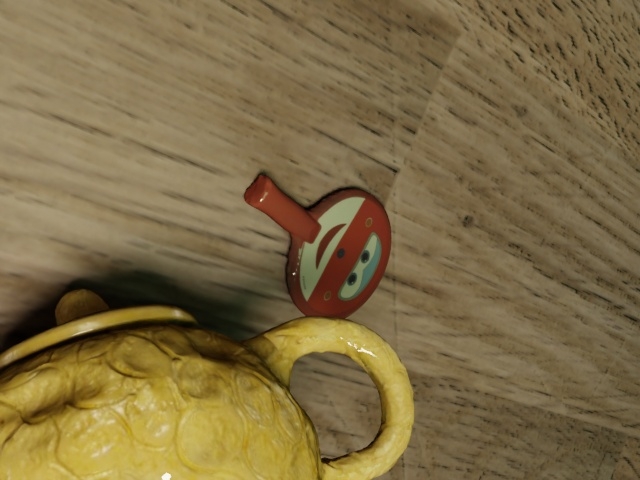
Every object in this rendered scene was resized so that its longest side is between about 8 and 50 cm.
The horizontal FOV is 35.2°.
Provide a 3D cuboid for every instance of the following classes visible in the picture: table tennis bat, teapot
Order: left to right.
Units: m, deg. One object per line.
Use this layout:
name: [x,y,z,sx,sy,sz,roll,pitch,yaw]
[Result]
teapot: [-0.098,0.100,0.542,0.311,0.203,0.167,-13,72,-16]
table tennis bat: [0.000,0.000,0.695,0.154,0.019,0.098,39,79,-47]
